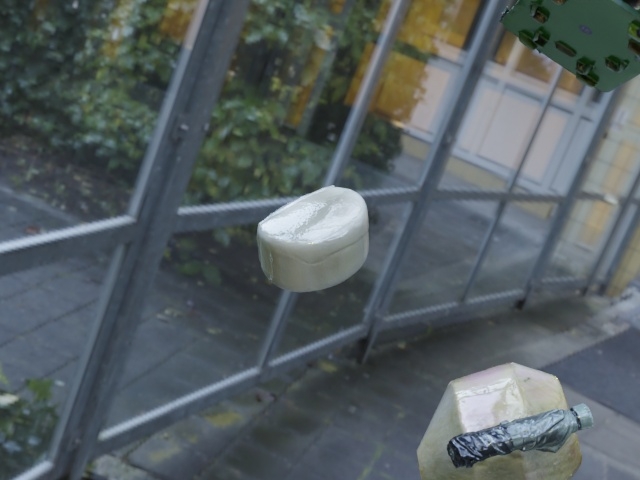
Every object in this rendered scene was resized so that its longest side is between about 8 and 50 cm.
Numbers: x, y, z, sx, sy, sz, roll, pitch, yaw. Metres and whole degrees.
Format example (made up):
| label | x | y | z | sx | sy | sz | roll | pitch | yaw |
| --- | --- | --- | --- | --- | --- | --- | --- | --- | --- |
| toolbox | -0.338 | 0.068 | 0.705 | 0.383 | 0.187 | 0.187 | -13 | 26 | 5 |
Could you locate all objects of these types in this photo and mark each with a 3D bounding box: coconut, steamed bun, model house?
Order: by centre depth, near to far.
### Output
| label | x | y | z | sx | sy | sz | roll | pitch | yaw |
| --- | --- | --- | --- | --- | --- | --- | --- | --- | --- |
| coconut | 0.242 | 0.278 | 1.420 | 0.237 | 0.237 | 0.197 | 9 | 58 | -43 |
| model house | 0.500 | -0.381 | 1.451 | 0.340 | 0.324 | 0.300 | 33 | -4 | 0 |
| steamed bun | 0.000 | 0.000 | 2.096 | 0.241 | 0.146 | 0.164 | -28 | 42 | -27 |

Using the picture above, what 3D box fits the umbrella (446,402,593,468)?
| label | x | y | z | sx | sy | sz | roll | pitch | yaw |
| --- | --- | --- | --- | --- | --- | --- | --- | --- | --- |
| umbrella | 0.247 | 0.243 | 1.256 | 0.188 | 0.050 | 0.046 | -13 | 18 | -15 |
